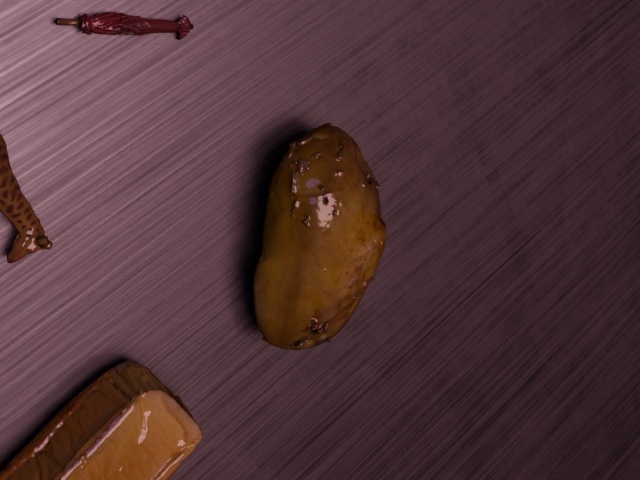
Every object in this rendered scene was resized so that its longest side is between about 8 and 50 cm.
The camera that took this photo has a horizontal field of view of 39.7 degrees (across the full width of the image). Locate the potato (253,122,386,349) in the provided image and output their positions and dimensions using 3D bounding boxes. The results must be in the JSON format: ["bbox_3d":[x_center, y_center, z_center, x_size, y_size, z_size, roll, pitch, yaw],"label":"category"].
[{"bbox_3d":[0.000,0.000,1.155,0.173,0.140,0.300,0,107,-32],"label":"potato"}]

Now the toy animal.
[{"bbox_3d":[-0.373,-0.085,0.906,0.275,0.054,0.149,33,85,-39],"label":"toy animal"}]

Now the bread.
[{"bbox_3d":[-0.273,0.281,1.047,0.288,0.119,0.152,-47,123,-18],"label":"bread"}]

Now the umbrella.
[{"bbox_3d":[-0.215,-0.242,0.996,0.165,0.025,0.027,-9,87,-37],"label":"umbrella"}]
